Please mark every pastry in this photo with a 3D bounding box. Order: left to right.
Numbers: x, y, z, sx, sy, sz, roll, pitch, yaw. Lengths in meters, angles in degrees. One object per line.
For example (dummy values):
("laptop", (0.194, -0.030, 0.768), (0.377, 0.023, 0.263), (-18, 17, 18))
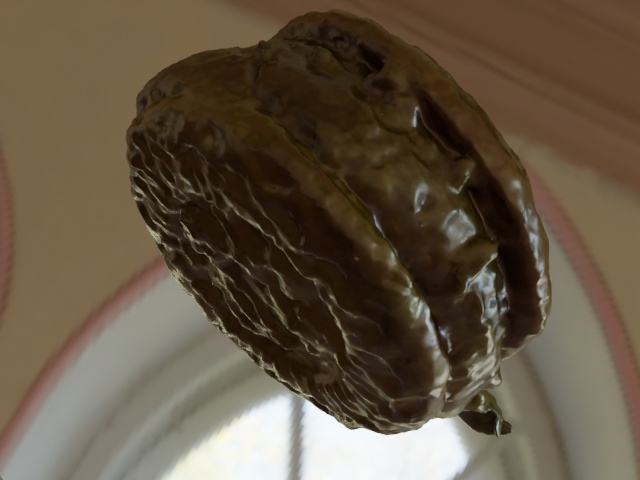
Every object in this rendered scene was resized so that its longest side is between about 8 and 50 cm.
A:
("pastry", (0.000, 0.000, 1.017), (0.240, 0.132, 0.235), (43, -30, 24))

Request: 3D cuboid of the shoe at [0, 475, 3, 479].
("shoe", (-0.194, 0.138, 0.494), (0.198, 0.172, 0.351), (0, -9, 6))
